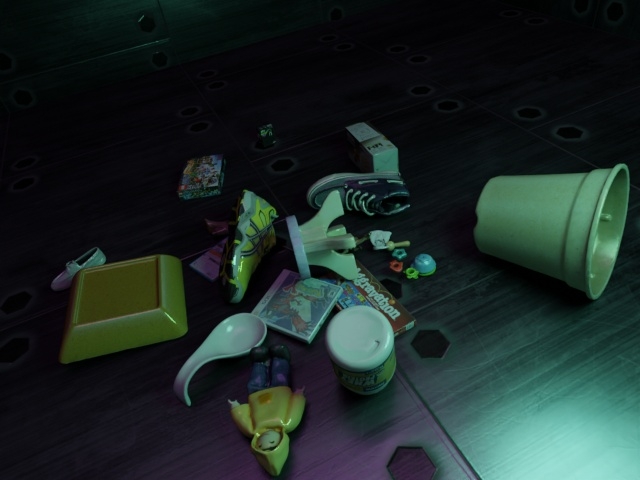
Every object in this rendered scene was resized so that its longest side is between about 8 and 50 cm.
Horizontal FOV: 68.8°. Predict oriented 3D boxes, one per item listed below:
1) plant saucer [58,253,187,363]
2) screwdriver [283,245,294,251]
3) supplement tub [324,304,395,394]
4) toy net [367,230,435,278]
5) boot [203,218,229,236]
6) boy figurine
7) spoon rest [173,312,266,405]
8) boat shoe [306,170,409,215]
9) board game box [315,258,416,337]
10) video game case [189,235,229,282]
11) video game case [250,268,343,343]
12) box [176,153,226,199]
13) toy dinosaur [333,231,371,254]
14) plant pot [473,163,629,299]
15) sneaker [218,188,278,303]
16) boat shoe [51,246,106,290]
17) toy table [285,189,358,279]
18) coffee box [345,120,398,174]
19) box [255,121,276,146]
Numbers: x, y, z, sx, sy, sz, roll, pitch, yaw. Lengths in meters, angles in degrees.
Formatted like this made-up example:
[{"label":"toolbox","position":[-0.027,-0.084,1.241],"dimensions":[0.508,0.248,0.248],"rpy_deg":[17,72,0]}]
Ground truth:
[{"label":"plant saucer","position":[-0.566,0.162,1.338],"dimensions":[0.333,0.080,0.332],"rpy_deg":[-12,41,-11]},{"label":"screwdriver","position":[-0.056,0.046,1.449],"dimensions":[0.170,0.025,0.024],"rpy_deg":[17,48,40]},{"label":"supplement tub","position":[0.092,0.248,1.030],"dimensions":[0.145,0.199,0.144],"rpy_deg":[-6,53,8]},{"label":"toy net","position":[0.220,0.044,1.374],"dimensions":[0.122,0.045,0.232],"rpy_deg":[-37,46,-25]},{"label":"boot","position":[-0.343,-0.052,1.599],"dimensions":[0.087,0.042,0.118],"rpy_deg":[-21,43,-22]},{"label":"boy figurine","position":[-0.121,0.370,1.035],"dimensions":[0.178,0.092,0.285],"rpy_deg":[-5,38,1]},{"label":"spoon rest","position":[-0.250,0.280,1.167],"dimensions":[0.137,0.084,0.276],"rpy_deg":[24,52,32]},{"label":"boat shoe","position":[0.130,-0.144,1.535],"dimensions":[0.341,0.127,0.158],"rpy_deg":[-12,34,-3]},{"label":"board game box","position":[0.115,0.165,1.268],"dimensions":[0.145,0.027,0.281],"rpy_deg":[-25,43,-18]},{"label":"video game case","position":[-0.316,0.057,1.484],"dimensions":[0.119,0.015,0.166],"rpy_deg":[26,52,34]},{"label":"video game case","position":[-0.067,0.172,1.275],"dimensions":[0.202,0.023,0.183],"rpy_deg":[15,53,30]},{"label":"box","position":[-0.465,-0.253,1.842],"dimensions":[0.159,0.044,0.233],"rpy_deg":[-8,41,1]},{"label":"toy dinosaur","position":[0.074,0.015,1.438],"dimensions":[0.183,0.053,0.092],"rpy_deg":[-6,30,32]},{"label":"plant pot","position":[0.590,-0.044,1.227],"dimensions":[0.306,0.333,0.334],"rpy_deg":[13,45,41]},{"label":"sneaker","position":[-0.208,0.014,1.413],"dimensions":[0.147,0.145,0.384],"rpy_deg":[21,54,-21]},{"label":"boat shoe","position":[-0.783,0.089,1.503],"dimensions":[0.184,0.063,0.066],"rpy_deg":[-35,47,-27]},{"label":"toy table","position":[0.000,0.000,1.285],"dimensions":[0.161,0.252,0.274],"rpy_deg":[-14,22,-2]},{"label":"coffee box","position":[0.188,-0.321,1.718],"dimensions":[0.098,0.141,0.246],"rpy_deg":[-20,43,-10]},{"label":"box","position":[-0.233,-0.453,1.993],"dimensions":[0.062,0.083,0.052],"rpy_deg":[-25,45,-17]}]
